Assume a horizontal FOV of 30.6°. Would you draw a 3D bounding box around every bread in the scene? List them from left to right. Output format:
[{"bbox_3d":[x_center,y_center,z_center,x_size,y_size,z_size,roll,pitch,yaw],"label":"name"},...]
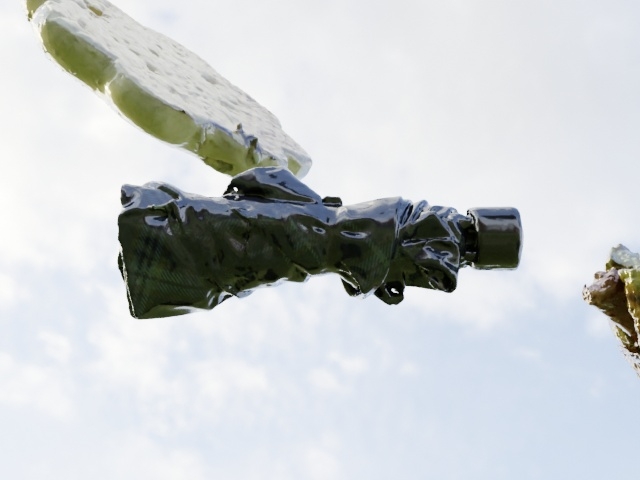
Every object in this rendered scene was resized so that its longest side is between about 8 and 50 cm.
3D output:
[{"bbox_3d":[-0.147,-0.146,1.094,0.316,0.316,0.054,32,-77,-12],"label":"bread"}]

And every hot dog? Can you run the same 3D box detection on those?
[{"bbox_3d":[0.310,0.093,0.983,0.213,0.146,0.103,36,-82,-3],"label":"hot dog"}]

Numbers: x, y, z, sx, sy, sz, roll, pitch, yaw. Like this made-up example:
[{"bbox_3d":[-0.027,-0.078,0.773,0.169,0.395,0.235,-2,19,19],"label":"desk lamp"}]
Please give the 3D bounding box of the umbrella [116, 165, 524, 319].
[{"bbox_3d":[0.000,-0.002,0.655,0.224,0.071,0.080,-2,-79,4],"label":"umbrella"}]
